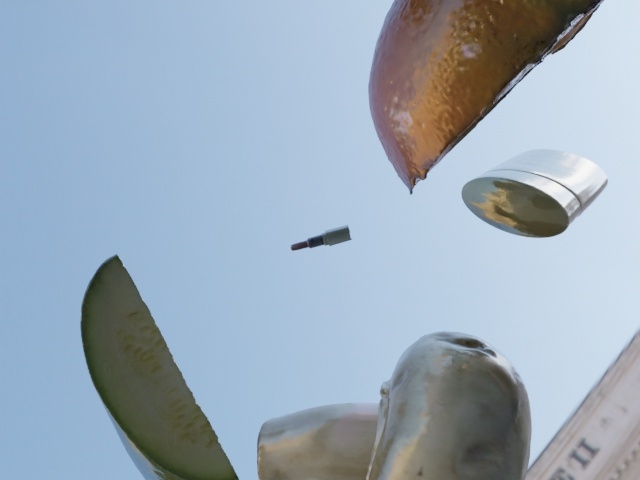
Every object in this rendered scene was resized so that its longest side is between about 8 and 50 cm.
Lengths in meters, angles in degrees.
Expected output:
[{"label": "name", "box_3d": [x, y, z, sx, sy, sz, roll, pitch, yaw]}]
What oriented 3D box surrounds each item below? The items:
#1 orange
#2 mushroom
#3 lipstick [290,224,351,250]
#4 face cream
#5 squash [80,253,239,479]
[{"label": "orange", "box_3d": [0.193, -0.203, 0.813, 0.310, 0.274, 0.274, -13, -66, 3]}, {"label": "mushroom", "box_3d": [0.128, 0.293, 1.017, 0.356, 0.315, 0.315, -43, -60, 12]}, {"label": "lipstick", "box_3d": [0.000, 0.000, 1.397, 0.107, 0.025, 0.025, -16, -79, 1]}, {"label": "face cream", "box_3d": [0.346, -0.082, 1.287, 0.348, 0.173, 0.081, -25, -53, -59]}, {"label": "squash", "box_3d": [-0.224, 0.191, 1.032, 0.111, 0.203, 0.289, -28, -53, -25]}]
